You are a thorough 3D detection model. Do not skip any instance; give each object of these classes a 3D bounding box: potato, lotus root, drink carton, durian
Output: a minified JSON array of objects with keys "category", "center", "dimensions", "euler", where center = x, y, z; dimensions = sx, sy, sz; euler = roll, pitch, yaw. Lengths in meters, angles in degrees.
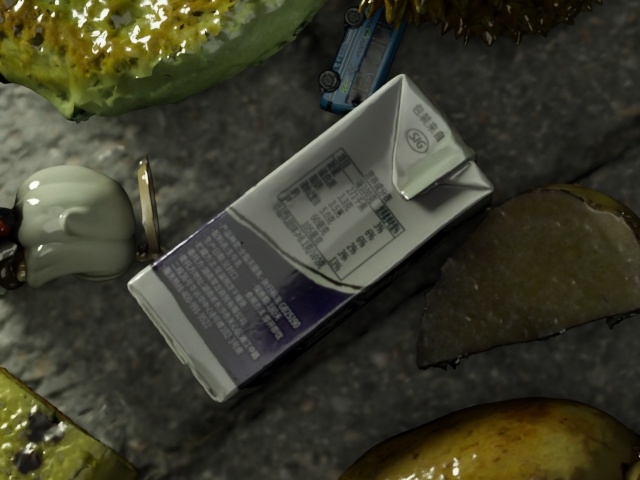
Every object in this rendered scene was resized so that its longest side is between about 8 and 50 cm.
[{"category":"potato","center":[0.141,0.018,0.951],"dimensions":[0.172,0.089,0.100],"euler":[-22,90,25]},{"category":"lotus root","center":[0.106,0.190,0.911],"dimensions":[0.314,0.141,0.169],"euler":[-13,83,14]},{"category":"drink carton","center":[0.001,0.000,0.933],"dimensions":[0.222,0.134,0.102],"euler":[-38,82,3]},{"category":"durian","center":[0.133,-0.213,0.945],"dimensions":[0.252,0.144,0.139],"euler":[-44,52,-2]}]

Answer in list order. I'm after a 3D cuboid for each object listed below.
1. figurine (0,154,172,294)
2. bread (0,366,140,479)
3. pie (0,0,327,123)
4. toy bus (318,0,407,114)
[{"category":"figurine","center":[-0.179,-0.015,0.969],"dimensions":[0.154,0.132,0.132],"euler":[-7,87,-7]},{"category":"bread","center":[-0.285,0.253,0.933],"dimensions":[0.138,0.077,0.361],"euler":[33,76,17]},{"category":"pie","center":[-0.110,-0.244,0.970],"dimensions":[0.371,0.078,0.296],"euler":[-40,73,5]},{"category":"toy bus","center":[0.029,-0.125,0.983],"dimensions":[0.046,0.038,0.083],"euler":[21,89,1]}]
